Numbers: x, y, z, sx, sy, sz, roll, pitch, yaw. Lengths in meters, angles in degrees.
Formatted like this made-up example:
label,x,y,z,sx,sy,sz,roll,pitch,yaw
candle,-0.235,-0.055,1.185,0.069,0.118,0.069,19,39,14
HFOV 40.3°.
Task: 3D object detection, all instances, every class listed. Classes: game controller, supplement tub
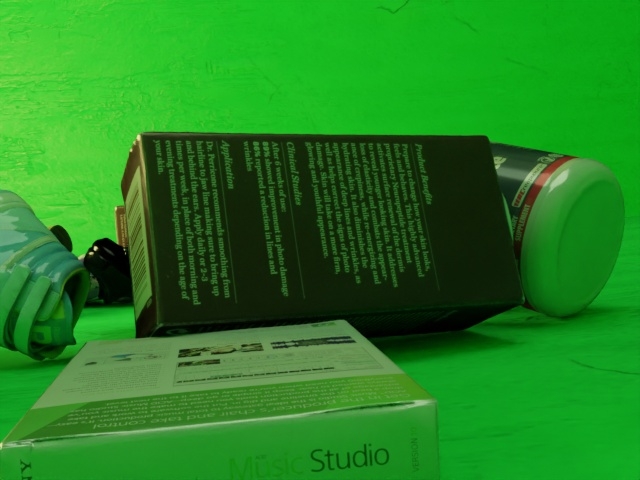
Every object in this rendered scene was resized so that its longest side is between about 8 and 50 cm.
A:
label,x,y,z,sx,sy,sz,roll,pitch,yaw
game controller,-0.203,0.057,1.043,0.166,0.067,0.319,31,-5,-11
supplement tub,0.217,-0.027,1.092,0.191,0.191,0.272,-7,18,-44

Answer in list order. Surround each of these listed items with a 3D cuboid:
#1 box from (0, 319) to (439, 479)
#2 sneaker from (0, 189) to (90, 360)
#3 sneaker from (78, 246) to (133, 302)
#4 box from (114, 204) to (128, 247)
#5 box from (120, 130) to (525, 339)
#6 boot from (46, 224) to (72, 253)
label,x,y,z,sx,sy,sz,roll,pitch,yaw
box,-0.068,0.111,0.607,0.232,0.059,0.322,-4,2,-7
sneaker,-0.386,0.083,0.932,0.208,0.127,0.319,34,52,18
sneaker,-0.382,0.071,1.461,0.236,0.095,0.104,-7,6,44
box,-0.249,0.010,1.610,0.203,0.167,0.168,-3,3,14
box,0.000,0.000,0.889,0.381,0.191,0.143,-2,-18,-21
boot,-0.566,0.080,1.445,0.269,0.089,0.236,-16,22,20
